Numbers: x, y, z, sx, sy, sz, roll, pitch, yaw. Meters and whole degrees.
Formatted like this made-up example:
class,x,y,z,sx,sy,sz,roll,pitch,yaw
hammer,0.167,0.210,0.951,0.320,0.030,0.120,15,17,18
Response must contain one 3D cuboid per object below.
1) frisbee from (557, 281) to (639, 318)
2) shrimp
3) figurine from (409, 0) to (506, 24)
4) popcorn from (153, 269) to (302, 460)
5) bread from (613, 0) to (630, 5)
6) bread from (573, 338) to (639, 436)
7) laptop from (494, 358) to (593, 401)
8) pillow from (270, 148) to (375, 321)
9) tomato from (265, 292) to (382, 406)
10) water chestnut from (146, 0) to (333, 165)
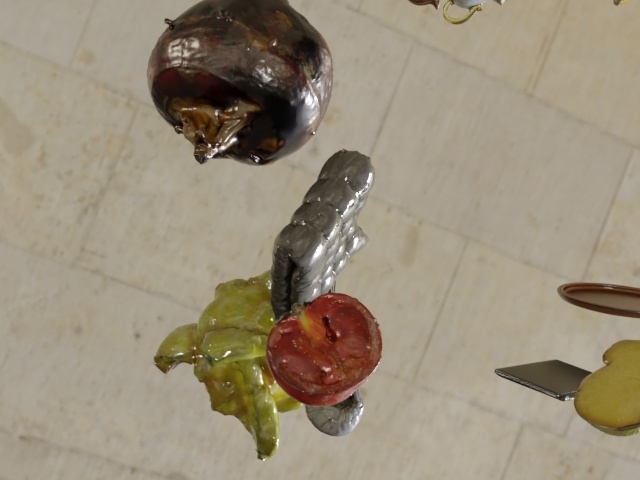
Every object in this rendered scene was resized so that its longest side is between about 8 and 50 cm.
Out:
class,x,y,z,sx,sy,sz,roll,pitch,yaw
frisbee,0.566,0.112,2.037,0.250,0.021,0.251,5,8,-1
shrimp,0.034,0.245,2.331,0.145,0.343,0.116,-1,-19,1
figurine,0.198,-0.476,1.871,0.263,0.190,0.142,15,1,13
popcorn,-0.126,0.213,2.090,0.321,0.290,0.326,38,-7,26
bread,0.569,-0.515,1.926,0.139,0.143,0.229,-17,-9,-3
bread,0.398,0.196,1.316,0.187,0.149,0.065,24,-37,51
laptop,0.371,0.217,1.705,0.129,0.016,0.180,19,12,42
pillow,0.000,0.000,1.863,0.101,0.228,0.326,27,-23,12
tomato,0.000,0.153,1.435,0.139,0.159,0.091,47,-29,20
water chestnut,-0.154,-0.255,1.940,0.335,0.347,0.335,13,-30,7
